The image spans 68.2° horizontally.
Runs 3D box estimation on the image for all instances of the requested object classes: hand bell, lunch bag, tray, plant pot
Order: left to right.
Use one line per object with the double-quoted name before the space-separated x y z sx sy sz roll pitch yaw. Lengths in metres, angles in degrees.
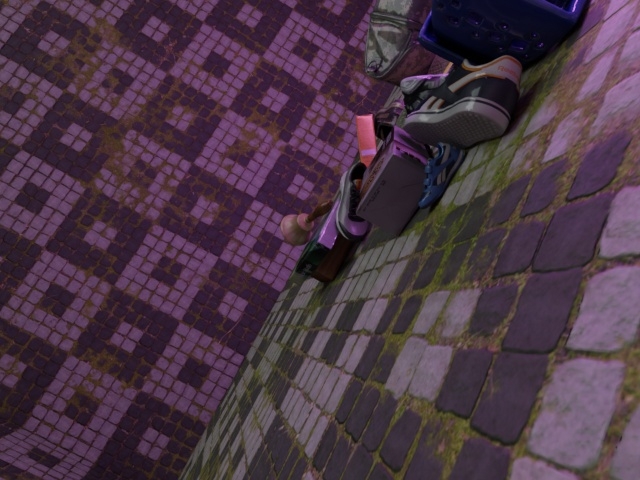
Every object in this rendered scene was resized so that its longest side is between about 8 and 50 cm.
"hand bell" -0.030 -0.080 1.643 0.242 0.126 0.126 -34 24 51
"tray" 0.093 -0.045 1.715 0.410 0.076 0.203 -62 6 -11
"lunch bag" 0.283 -0.560 1.357 0.213 0.305 0.255 42 120 41
"plant pot" 0.328 -0.442 0.863 0.235 0.236 0.212 -63 -1 -22

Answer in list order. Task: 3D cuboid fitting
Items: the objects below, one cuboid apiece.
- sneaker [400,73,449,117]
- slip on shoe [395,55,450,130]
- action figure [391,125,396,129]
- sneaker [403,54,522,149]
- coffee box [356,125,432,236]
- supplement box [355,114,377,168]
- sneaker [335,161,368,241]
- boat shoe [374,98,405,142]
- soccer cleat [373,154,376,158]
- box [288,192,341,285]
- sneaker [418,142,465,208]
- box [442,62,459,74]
"sneaker" 0.292 -0.307 1.097 0.269 0.102 0.152 26 126 55
"slip on shoe" 0.318 -0.382 1.339 0.101 0.123 0.331 -17 -36 -43
"action figure" 0.256 -0.309 1.519 0.280 0.092 0.139 -63 0 -22
"sneaker" 0.273 -0.257 0.910 0.127 0.126 0.321 -65 16 -1
"coffee box" 0.188 -0.159 1.176 0.168 0.119 0.297 -59 6 27
"supplement box" 0.196 -0.403 1.974 0.078 0.080 0.233 57 -155 -81
"sneaker" 0.107 -0.123 1.481 0.108 0.101 0.271 119 154 -64
"boat shoe" 0.278 -0.468 1.947 0.130 0.133 0.355 -61 4 -6
"soccer cleat" 0.232 -0.291 1.789 0.076 0.068 0.196 -63 8 -1
"box" 0.000 0.000 1.637 0.232 0.059 0.322 -63 5 -34
"sneaker" 0.231 -0.132 0.954 0.144 0.059 0.053 -61 7 3
"box" 0.328 -0.373 1.203 0.232 0.088 0.058 -59 5 22
